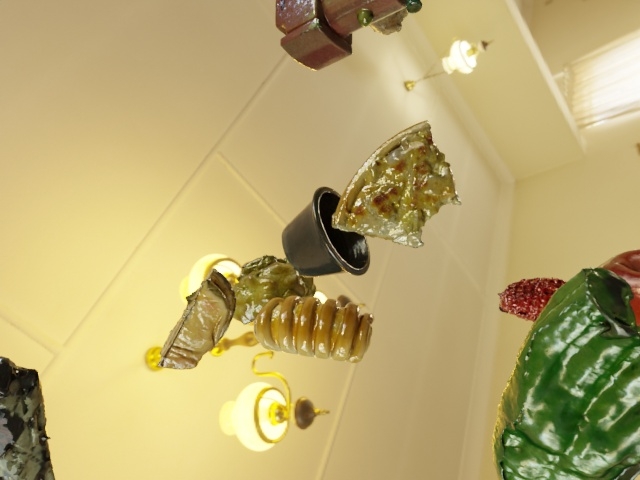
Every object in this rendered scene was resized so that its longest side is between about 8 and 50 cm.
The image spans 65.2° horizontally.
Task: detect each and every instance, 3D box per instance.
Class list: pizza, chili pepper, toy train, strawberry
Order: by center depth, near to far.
[{"bbox_3d":[0.366,0.219,0.693,0.167,0.213,0.385,-53,-27,-55],"label":"chili pepper"},{"bbox_3d":[0.062,-0.419,0.781,0.150,0.304,0.221,16,-113,-50],"label":"toy train"},{"bbox_3d":[0.180,-0.109,1.087,0.223,0.323,0.089,42,177,15],"label":"pizza"},{"bbox_3d":[0.514,0.148,1.161,0.188,0.082,0.121,0,-85,-11],"label":"strawberry"}]

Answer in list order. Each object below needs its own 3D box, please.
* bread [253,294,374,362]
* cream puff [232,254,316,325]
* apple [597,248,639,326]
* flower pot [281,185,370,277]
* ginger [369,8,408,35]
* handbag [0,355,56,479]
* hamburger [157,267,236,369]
[{"bbox_3d":[-0.022,0.217,1.283,0.173,0.311,0.121,-69,-19,-55],"label":"bread"},{"bbox_3d":[-0.159,0.141,1.543,0.282,0.282,0.185,-12,-105,-50],"label":"cream puff"},{"bbox_3d":[0.663,0.138,1.018,0.260,0.260,0.216,-41,-55,-48],"label":"apple"},{"bbox_3d":[0.000,0.000,1.233,0.235,0.148,0.235,42,-146,-38],"label":"flower pot"},{"bbox_3d":[0.150,-0.741,1.382,0.375,0.256,0.176,42,-137,22],"label":"ginger"},{"bbox_3d":[-0.400,0.158,0.447,0.180,0.416,0.317,-31,-41,-53],"label":"handbag"},{"bbox_3d":[-0.296,0.202,1.254,0.131,0.124,0.262,29,-84,-18],"label":"hamburger"}]
